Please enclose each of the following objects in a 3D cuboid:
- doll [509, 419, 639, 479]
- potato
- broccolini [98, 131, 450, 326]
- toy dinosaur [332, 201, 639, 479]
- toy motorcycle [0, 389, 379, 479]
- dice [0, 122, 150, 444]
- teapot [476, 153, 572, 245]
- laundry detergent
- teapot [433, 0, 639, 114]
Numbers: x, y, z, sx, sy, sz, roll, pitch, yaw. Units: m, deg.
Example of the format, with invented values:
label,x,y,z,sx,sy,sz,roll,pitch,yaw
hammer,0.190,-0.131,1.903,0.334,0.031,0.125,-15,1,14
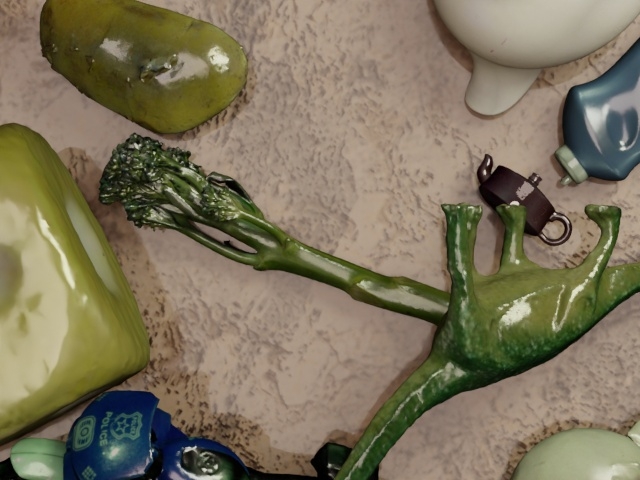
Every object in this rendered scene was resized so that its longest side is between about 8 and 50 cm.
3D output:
label,x,y,z,sx,sy,sz,roll,pitch,yaw
doll,0.195,0.251,1.643,0.275,0.113,0.155,-36,85,2
potato,-0.156,-0.156,1.684,0.188,0.085,0.105,26,88,7
broccolini,-0.002,0.005,1.676,0.392,0.074,0.078,20,97,4
toy dinosaur,0.147,0.118,1.593,0.447,0.087,0.300,2,89,-22
toy motorcycle,-0.101,0.210,1.602,0.331,0.196,0.125,16,54,-17
dice,-0.287,0.055,1.609,0.233,0.238,0.226,-28,87,3
teapot,0.173,-0.035,1.673,0.100,0.068,0.045,39,89,7
laundry detergent,0.277,-0.121,1.674,0.206,0.061,0.096,-40,96,2
teapot,0.198,-0.246,1.644,0.298,0.139,0.204,-50,55,4
